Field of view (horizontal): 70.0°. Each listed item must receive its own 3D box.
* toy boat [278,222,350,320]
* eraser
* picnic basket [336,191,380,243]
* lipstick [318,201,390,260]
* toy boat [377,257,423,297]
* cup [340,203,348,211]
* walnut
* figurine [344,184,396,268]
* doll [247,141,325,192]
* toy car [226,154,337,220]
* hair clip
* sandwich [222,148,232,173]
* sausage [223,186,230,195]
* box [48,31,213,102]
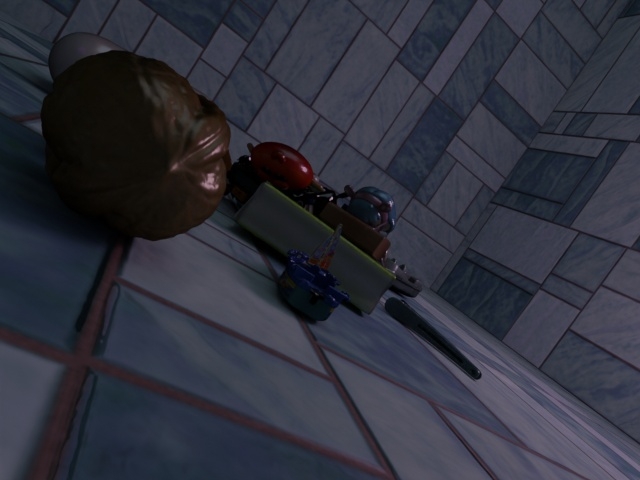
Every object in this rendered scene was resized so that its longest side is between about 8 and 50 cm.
[{"bbox_3d":[0.001,0.028,0.585,0.091,0.110,0.175,33,3,-10],"label":"toy boat"},{"bbox_3d":[-0.010,0.009,0.824,0.274,0.092,0.210,35,1,-3],"label":"eraser"},{"bbox_3d":[0.080,-0.040,1.194,0.137,0.127,0.179,7,60,-68],"label":"picnic basket"},{"bbox_3d":[0.063,-0.019,0.876,0.145,0.045,0.045,37,-2,32],"label":"lipstick"},{"bbox_3d":[0.211,0.094,1.488,0.319,0.092,0.141,29,5,-41],"label":"toy boat"},{"bbox_3d":[0.095,-0.034,1.610,0.131,0.155,0.176,31,4,-27],"label":"cup"},{"bbox_3d":[-0.153,-0.080,0.392,0.155,0.156,0.184,30,8,-37],"label":"walnut"},{"bbox_3d":[0.088,-0.012,1.000,0.205,0.102,0.260,34,-37,34],"label":"figurine"},{"bbox_3d":[-0.070,-0.143,0.921,0.183,0.085,0.217,25,5,-7],"label":"doll"},{"bbox_3d":[-0.097,-0.108,1.067,0.193,0.118,0.301,38,21,21],"label":"toy car"},{"bbox_3d":[0.230,0.194,0.923,0.229,0.039,0.070,38,4,28],"label":"hair clip"},{"bbox_3d":[-0.336,-0.254,1.300,0.258,0.096,0.094,34,-2,-32],"label":"sandwich"},{"bbox_3d":[-0.269,-0.151,1.019,0.157,0.036,0.042,34,12,-10],"label":"sausage"},{"bbox_3d":[-0.399,-0.317,0.996,0.348,0.141,0.288,23,8,-36],"label":"box"}]
